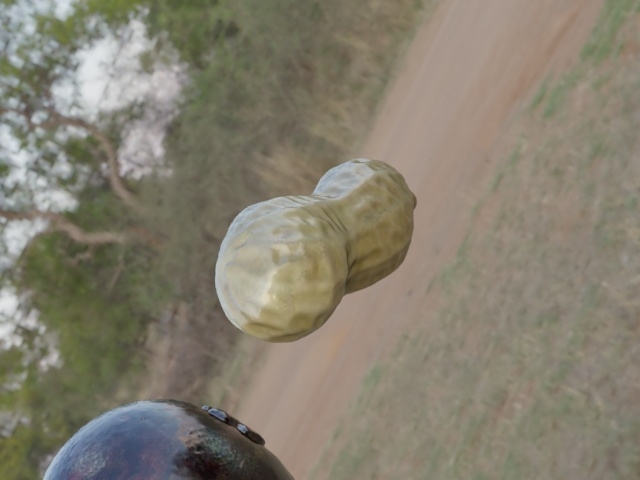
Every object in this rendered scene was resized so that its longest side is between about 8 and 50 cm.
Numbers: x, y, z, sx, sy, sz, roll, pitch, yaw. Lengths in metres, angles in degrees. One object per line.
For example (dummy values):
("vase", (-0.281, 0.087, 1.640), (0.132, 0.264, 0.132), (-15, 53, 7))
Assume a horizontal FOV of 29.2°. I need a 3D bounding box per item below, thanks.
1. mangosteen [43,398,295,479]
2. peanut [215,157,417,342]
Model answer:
("mangosteen", (-0.151, 0.298, 1.195), (0.288, 0.288, 0.288), (-63, 6, 11))
("peanut", (0.000, 0.000, 1.156), (0.298, 0.136, 0.120), (-33, -34, -52))
